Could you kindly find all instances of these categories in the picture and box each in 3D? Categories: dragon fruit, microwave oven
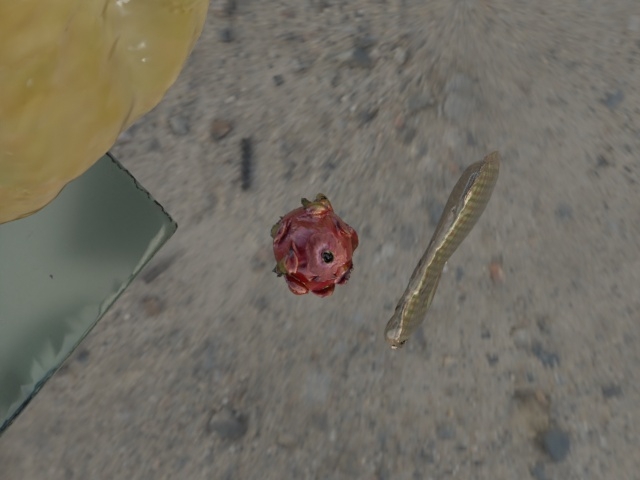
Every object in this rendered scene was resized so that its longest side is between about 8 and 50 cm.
[{"bbox_3d":[0.000,0.005,1.859,0.126,0.068,0.112,-42,95,-31],"label":"dragon fruit"},{"bbox_3d":[-0.333,0.025,1.225,0.218,0.355,0.286,47,60,-18],"label":"microwave oven"}]

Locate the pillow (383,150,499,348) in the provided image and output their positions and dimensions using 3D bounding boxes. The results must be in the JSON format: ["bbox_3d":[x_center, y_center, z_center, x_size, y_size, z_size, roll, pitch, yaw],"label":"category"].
[{"bbox_3d":[0.119,0.009,1.511,0.034,0.135,0.211,28,102,7],"label":"pillow"}]

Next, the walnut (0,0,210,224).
[{"bbox_3d":[-0.220,-0.188,0.791,0.381,0.381,0.381,1,99,5],"label":"walnut"}]
